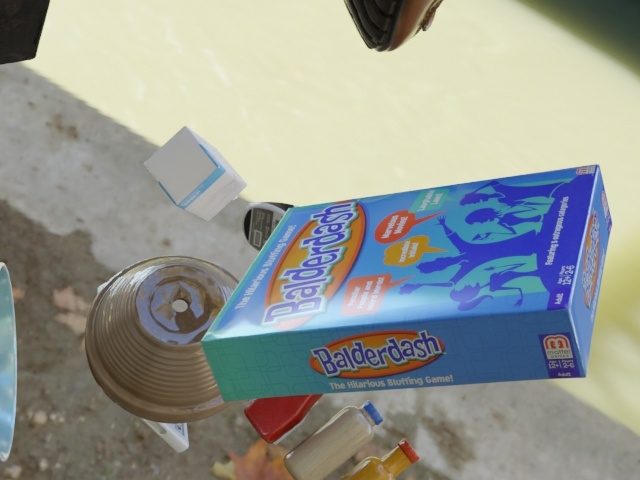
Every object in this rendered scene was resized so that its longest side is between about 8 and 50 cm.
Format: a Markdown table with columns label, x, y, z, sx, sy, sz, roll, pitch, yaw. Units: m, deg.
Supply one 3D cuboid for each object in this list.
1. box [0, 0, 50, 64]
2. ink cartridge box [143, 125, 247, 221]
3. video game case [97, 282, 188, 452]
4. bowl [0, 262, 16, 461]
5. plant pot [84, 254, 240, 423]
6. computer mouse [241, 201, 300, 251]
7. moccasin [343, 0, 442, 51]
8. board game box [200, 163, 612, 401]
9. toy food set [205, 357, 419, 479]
| label | x | y | z | sx | sy | sz | roll | pitch | yaw |
| --- | --- | --- | --- | --- | --- | --- | --- | --- | --- |
| box | -0.193 | -0.195 | 0.548 | 0.077 | 0.147 | 0.180 | -16 | 69 | -30 |
| ink cartridge box | -0.187 | -0.098 | 1.748 | 0.092 | 0.090 | 0.143 | 50 | 5 | 20 |
| video game case | -0.255 | 0.180 | 1.618 | 0.183 | 0.023 | 0.201 | 52 | 14 | -36 |
| bowl | -0.573 | 0.192 | 1.769 | 0.163 | 0.312 | 0.312 | -1 | 39 | -10 |
| plant pot | -0.186 | 0.109 | 1.472 | 0.237 | 0.110 | 0.237 | 5 | 60 | -8 |
| computer mouse | 0.000 | 0.000 | 1.281 | 0.193 | 0.106 | 0.042 | 23 | 36 | 20 |
| moccasin | 0.115 | -0.334 | 1.320 | 0.147 | 0.380 | 0.139 | -25 | 76 | -16 |
| board game box | 0.055 | 0.023 | 0.664 | 0.210 | 0.047 | 0.160 | -8 | 27 | 23 |
| toy food set | -0.016 | 0.151 | 1.090 | 0.104 | 0.111 | 0.232 | -38 | 59 | -5 |
